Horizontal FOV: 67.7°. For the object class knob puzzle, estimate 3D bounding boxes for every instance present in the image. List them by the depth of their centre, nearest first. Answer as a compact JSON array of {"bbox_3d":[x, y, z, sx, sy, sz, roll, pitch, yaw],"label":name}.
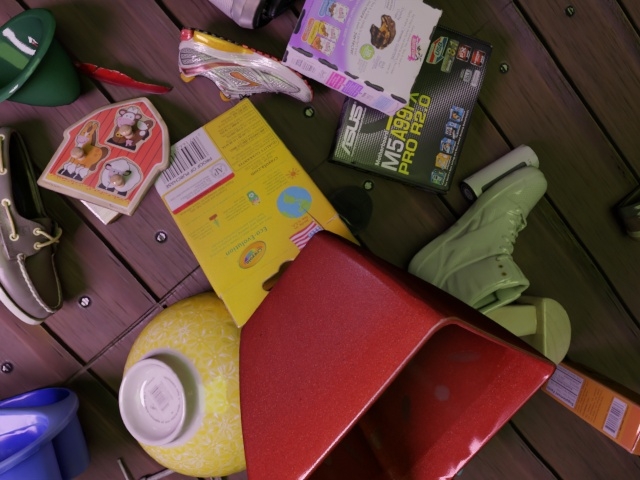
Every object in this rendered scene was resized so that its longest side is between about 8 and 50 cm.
[{"bbox_3d":[-0.319,-0.148,0.734,0.213,0.030,0.213,-2,67,6],"label":"knob puzzle"}]

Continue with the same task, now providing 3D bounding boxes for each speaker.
[{"bbox_3d":[0.325,-0.119,0.868,0.136,0.055,0.055,-31,99,-5],"label":"speaker"}]

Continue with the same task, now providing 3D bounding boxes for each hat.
[{"bbox_3d":[-0.402,-0.236,0.758,0.209,0.183,0.173,18,79,32],"label":"hat"}]

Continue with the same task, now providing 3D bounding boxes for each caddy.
[{"bbox_3d":[-0.516,0.332,0.690,0.341,0.241,0.179,-17,102,-7],"label":"caddy"}]

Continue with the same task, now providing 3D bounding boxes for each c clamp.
[{"bbox_3d":[-0.261,0.427,0.848,0.161,0.022,0.137,-17,98,-6],"label":"c clamp"}]

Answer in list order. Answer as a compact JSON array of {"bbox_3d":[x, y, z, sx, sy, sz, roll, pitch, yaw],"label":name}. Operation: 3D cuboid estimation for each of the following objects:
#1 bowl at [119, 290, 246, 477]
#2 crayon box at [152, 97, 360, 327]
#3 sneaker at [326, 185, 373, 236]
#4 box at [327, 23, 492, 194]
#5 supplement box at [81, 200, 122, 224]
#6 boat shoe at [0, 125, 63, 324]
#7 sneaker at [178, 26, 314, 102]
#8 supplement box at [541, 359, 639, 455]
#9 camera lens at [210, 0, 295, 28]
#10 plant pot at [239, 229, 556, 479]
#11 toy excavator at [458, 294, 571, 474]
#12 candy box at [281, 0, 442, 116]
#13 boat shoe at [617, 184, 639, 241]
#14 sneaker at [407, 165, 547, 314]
[{"bbox_3d":[-0.195,0.219,0.705,0.290,0.156,0.289,-2,85,23],"label":"bowl"},{"bbox_3d":[-0.106,-0.042,0.717,0.202,0.081,0.318,-33,65,-4],"label":"crayon box"},{"bbox_3d":[0.000,0.000,0.821,0.087,0.130,0.227,41,61,-12],"label":"sneaker"},{"bbox_3d":[0.153,-0.236,0.826,0.216,0.060,0.270,16,93,-10],"label":"box"},{"bbox_3d":[-0.357,-0.081,0.774,0.062,0.036,0.098,-43,99,-3],"label":"supplement box"},{"bbox_3d":[-0.459,-0.023,0.728,0.091,0.109,0.305,-19,94,-2],"label":"boat shoe"},{"bbox_3d":[-0.119,-0.267,0.779,0.225,0.088,0.092,16,110,-8],"label":"sneaker"},{"bbox_3d":[0.501,0.287,0.845,0.078,0.233,0.080,16,97,-10],"label":"supplement box"},{"bbox_3d":[-0.134,-0.465,0.678,0.274,0.219,0.219,36,89,-10],"label":"camera lens"},{"bbox_3d":[0.055,0.143,0.568,0.267,0.236,0.267,27,105,-42],"label":"plant pot"},{"bbox_3d":[0.188,0.239,0.820,0.433,0.222,0.445,27,83,-12],"label":"toy excavator"},{"bbox_3d":[0.063,-0.309,0.727,0.196,0.070,0.164,23,82,-11],"label":"candy box"},{"bbox_3d":[0.687,-0.119,0.902,0.285,0.103,0.092,-42,105,3],"label":"boat shoe"},{"bbox_3d":[0.311,0.013,0.811,0.292,0.169,0.108,-43,135,3],"label":"sneaker"}]
